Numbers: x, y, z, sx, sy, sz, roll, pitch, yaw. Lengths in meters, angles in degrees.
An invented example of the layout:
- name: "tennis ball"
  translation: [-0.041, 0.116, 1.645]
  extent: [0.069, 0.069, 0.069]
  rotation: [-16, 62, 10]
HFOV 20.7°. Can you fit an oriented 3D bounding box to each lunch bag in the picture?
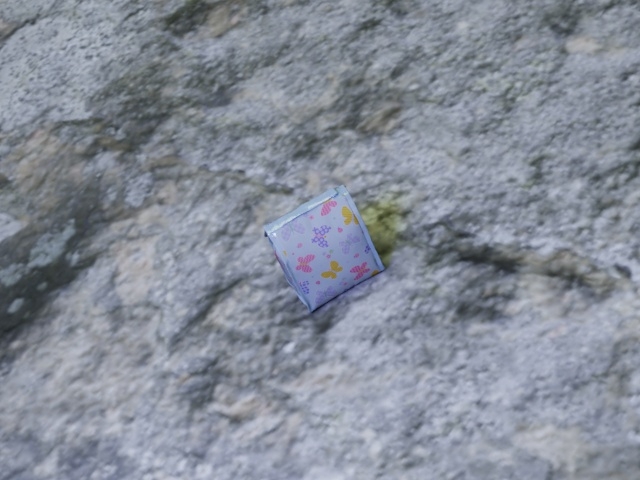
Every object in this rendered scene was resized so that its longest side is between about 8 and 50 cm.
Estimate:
- name: "lunch bag"
  translation: [0.000, 0.000, 1.309]
  extent: [0.071, 0.083, 0.053]
  rotation: [-31, 47, -4]
